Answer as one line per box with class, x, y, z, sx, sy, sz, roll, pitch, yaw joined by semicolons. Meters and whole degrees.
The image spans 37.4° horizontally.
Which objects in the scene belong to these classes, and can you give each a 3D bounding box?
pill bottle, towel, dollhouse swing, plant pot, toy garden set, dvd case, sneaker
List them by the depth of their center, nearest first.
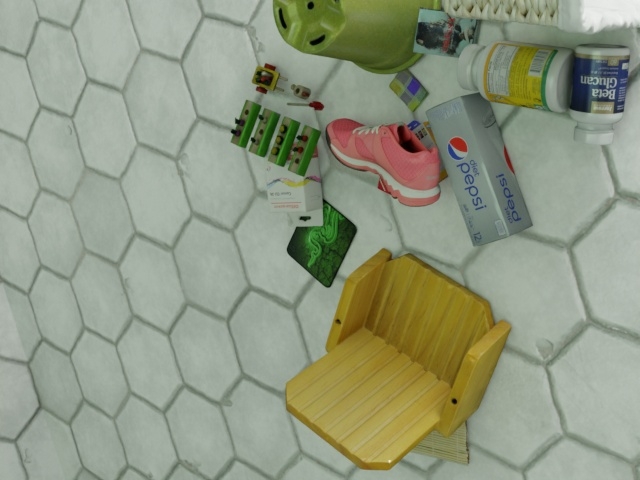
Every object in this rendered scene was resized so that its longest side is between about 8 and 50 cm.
pill bottle;0.489;-0.257;1.666;0.094;0.094;0.169;14;111;37
pill bottle;0.362;-0.307;1.743;0.209;0.118;0.117;16;113;35
dvd case;0.245;-0.402;1.837;0.120;0.013;0.087;7;112;-2
plant pot;0.054;-0.461;1.858;0.276;0.254;0.275;10;106;38
sneaker;0.137;-0.198;1.938;0.314;0.116;0.136;37;135;35
towel;0.182;-0.314;1.963;0.083;0.009;0.060;51;128;17
dollhouse swing;0.136;0.241;1.966;0.347;0.305;0.315;34;122;31
toy garden set;-0.098;-0.280;2.124;0.244;0.049;0.203;28;100;39

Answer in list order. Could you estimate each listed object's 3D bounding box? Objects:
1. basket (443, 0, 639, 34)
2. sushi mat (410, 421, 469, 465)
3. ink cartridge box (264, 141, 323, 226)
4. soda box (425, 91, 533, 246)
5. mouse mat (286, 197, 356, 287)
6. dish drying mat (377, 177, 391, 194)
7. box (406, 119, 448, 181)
basket;0.388;-0.508;1.524;0.267;0.331;0.328;13;110;39
sushi mat;0.199;0.413;2.156;0.317;0.019;0.151;4;106;39
ink cartridge box;-0.062;-0.126;2.177;0.115;0.067;0.198;-1;99;40
soda box;0.311;-0.140;1.847;0.091;0.098;0.286;-20;89;43
mouse mat;0.000;0.000;2.209;0.153;0.007;0.189;40;124;24
dish drying mat;0.159;-0.110;2.042;0.083;0.008;0.032;28;118;31
box;0.217;-0.182;1.962;0.081;0.028;0.136;-36;77;40
